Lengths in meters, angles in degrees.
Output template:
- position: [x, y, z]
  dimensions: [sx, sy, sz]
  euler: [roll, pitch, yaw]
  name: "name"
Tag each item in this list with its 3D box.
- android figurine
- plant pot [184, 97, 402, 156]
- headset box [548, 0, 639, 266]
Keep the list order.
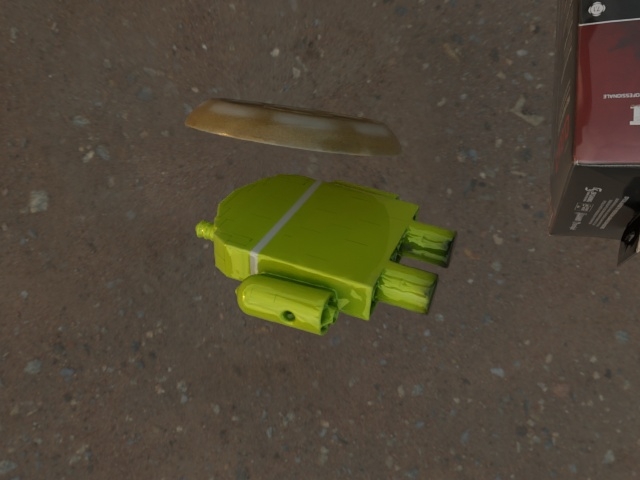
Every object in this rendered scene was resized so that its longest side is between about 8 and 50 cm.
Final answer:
- position: [0.000, 0.000, 0.624]
  dimensions: [0.273, 0.248, 0.056]
  euler: [13, 126, 17]
  name: "android figurine"
- position: [-0.025, -0.127, 0.631]
  dimensions: [0.236, 0.236, 0.032]
  euler: [7, 104, -8]
  name: "plant pot"
- position: [0.220, -0.131, 0.393]
  dimensions: [0.110, 0.218, 0.293]
  euler: [3, 82, 19]
  name: "headset box"
